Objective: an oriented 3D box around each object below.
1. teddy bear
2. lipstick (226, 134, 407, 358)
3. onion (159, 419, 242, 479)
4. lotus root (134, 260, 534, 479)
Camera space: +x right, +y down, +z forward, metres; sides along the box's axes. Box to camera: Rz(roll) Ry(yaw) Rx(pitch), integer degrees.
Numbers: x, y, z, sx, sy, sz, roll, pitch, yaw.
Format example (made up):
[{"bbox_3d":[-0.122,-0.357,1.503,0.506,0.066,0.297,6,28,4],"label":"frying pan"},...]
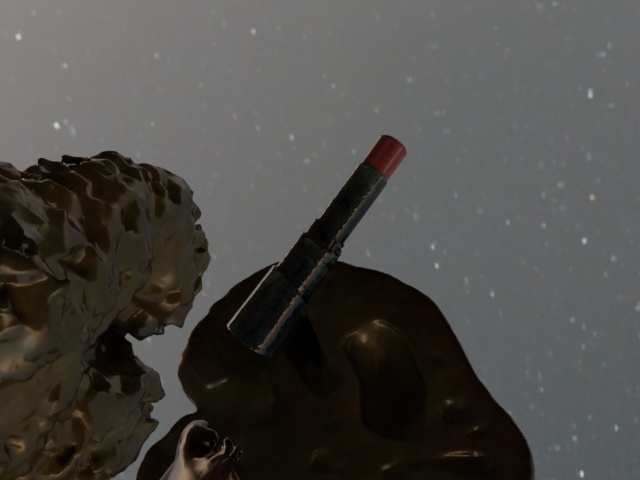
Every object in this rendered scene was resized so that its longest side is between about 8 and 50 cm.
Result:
[{"bbox_3d":[-0.168,0.080,0.490,0.267,0.256,0.156,11,-164,-32],"label":"teddy bear"},{"bbox_3d":[0.000,0.000,1.148,0.053,0.053,0.234,41,-82,41],"label":"lipstick"},{"bbox_3d":[-0.101,0.261,0.720,0.146,0.314,0.280,-4,-119,-10],"label":"onion"},{"bbox_3d":[0.017,0.211,1.195,0.375,0.111,0.390,4,-111,11],"label":"lotus root"}]
